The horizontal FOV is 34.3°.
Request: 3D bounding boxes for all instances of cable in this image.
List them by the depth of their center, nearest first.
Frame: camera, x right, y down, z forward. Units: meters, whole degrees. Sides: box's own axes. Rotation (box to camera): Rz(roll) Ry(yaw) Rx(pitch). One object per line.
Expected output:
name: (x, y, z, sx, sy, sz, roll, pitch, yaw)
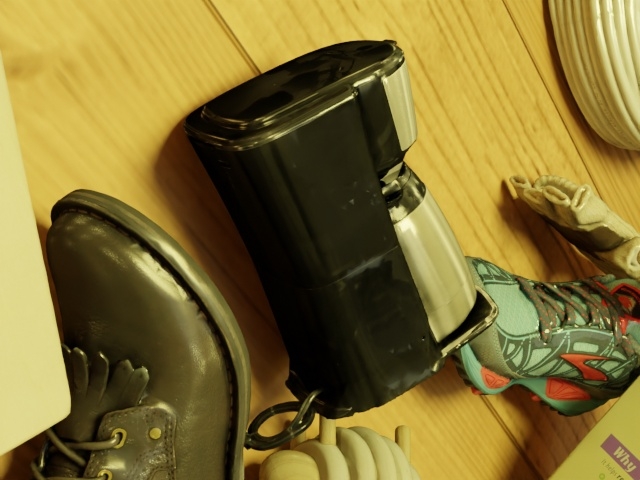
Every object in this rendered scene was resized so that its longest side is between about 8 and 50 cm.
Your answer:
cable: (0.296, -0.202, 0.925, 0.257, 0.089, 0.257, -1, 92, -49)

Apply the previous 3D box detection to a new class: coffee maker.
coffee maker: (0.000, 0.000, 0.576, 0.171, 0.120, 0.178, -44, 121, -37)

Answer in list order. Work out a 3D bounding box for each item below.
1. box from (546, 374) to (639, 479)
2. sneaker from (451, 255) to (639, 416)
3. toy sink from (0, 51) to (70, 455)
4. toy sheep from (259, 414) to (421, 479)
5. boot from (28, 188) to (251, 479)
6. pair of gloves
box: (0.263, 0.240, 0.731, 0.117, 0.213, 0.243, 27, 104, -45)
sneaker: (0.179, 0.053, 0.757, 0.262, 0.125, 0.104, 21, 49, -50)
toy sink: (-0.200, -0.024, 0.335, 0.153, 0.131, 0.234, -30, 116, -54)
toy sheep: (0.021, 0.153, 0.628, 0.132, 0.091, 0.091, 18, 76, -28)
boot: (-0.128, 0.133, 0.458, 0.229, 0.091, 0.262, -35, 118, -43)
pair of gloves: (0.263, 0.023, 0.792, 0.204, 0.240, 0.042, 34, 93, -36)
